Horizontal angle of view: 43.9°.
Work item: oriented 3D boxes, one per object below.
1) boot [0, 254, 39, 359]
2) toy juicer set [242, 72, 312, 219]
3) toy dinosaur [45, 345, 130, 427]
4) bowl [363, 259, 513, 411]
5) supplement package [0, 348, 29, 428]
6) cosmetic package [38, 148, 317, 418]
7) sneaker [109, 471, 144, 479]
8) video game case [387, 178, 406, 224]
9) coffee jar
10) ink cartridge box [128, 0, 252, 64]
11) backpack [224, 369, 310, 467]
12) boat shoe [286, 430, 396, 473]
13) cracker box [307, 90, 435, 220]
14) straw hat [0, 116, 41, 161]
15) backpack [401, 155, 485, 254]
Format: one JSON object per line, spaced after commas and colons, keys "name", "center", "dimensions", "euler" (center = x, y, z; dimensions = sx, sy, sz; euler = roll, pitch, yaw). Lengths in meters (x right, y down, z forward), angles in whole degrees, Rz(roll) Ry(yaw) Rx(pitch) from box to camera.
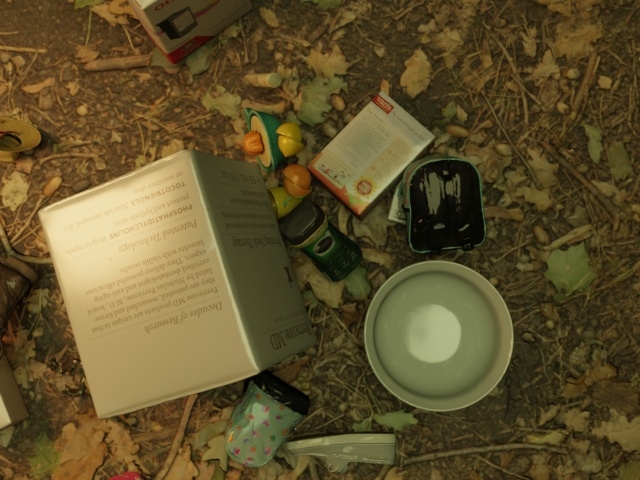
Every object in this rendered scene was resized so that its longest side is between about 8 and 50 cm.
{"name": "boot", "center": [-0.716, 0.112, 1.585], "dimensions": [0.263, 0.091, 0.229], "euler": [20, 49, 0]}
{"name": "toy juicer set", "center": [-0.108, -0.214, 1.614], "dimensions": [0.090, 0.209, 0.329], "euler": [-17, 85, -17]}
{"name": "toy dinosaur", "center": [-0.483, 0.272, 1.623], "dimensions": [0.118, 0.064, 0.268], "euler": [-12, 99, 9]}
{"name": "bowl", "center": [0.231, 0.192, 1.618], "dimensions": [0.298, 0.134, 0.297], "euler": [0, 85, -1]}
{"name": "supplement package", "center": [-0.688, 0.305, 1.617], "dimensions": [0.105, 0.105, 0.179], "euler": [-24, 85, -3]}
{"name": "cosmetic package", "center": [-0.254, 0.078, 1.492], "dimensions": [0.328, 0.329, 0.393], "euler": [-20, 85, 16]}
{"name": "sneaker", "center": [-0.430, 0.589, 1.602], "dimensions": [0.111, 0.103, 0.252], "euler": [47, 69, -33]}
{"name": "video game case", "center": [0.236, -0.093, 1.702], "dimensions": [0.157, 0.019, 0.143], "euler": [15, 85, 2]}
{"name": "coffee jar", "center": [0.000, 0.000, 1.613], "dimensions": [0.096, 0.079, 0.184], "euler": [-43, 130, 2]}
{"name": "ink cartridge box", "center": [-0.271, -0.509, 1.592], "dimensions": [0.226, 0.306, 0.131], "euler": [-36, 86, -3]}
{"name": "backpack", "center": [-0.122, 0.367, 1.610], "dimensions": [0.152, 0.115, 0.182], "euler": [34, 88, 0]}
{"name": "boat shoe", "center": [0.044, 0.436, 1.621], "dimensions": [0.228, 0.079, 0.081], "euler": [-2, 80, -4]}
{"name": "cracker box", "center": [0.108, -0.178, 1.676], "dimensions": [0.156, 0.067, 0.232], "euler": [44, 87, 12]}
{"name": "straw hat", "center": [-0.668, -0.202, 1.681], "dimensions": [0.145, 0.144, 0.061], "euler": [20, 123, 2]}
{"name": "backpack", "center": [0.246, -0.081, 1.612], "dimensions": [0.166, 0.144, 0.188], "euler": [-6, 108, 1]}
